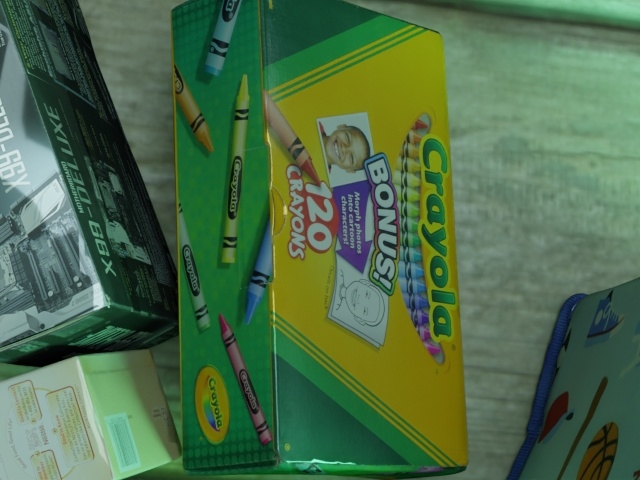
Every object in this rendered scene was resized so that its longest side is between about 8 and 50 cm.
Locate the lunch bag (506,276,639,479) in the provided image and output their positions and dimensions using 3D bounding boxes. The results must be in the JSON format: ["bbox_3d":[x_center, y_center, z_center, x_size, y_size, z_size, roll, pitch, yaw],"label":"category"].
[{"bbox_3d":[0.338,0.148,0.930,0.386,0.328,0.238,23,76,-6],"label":"lunch bag"}]

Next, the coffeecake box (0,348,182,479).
[{"bbox_3d":[-0.185,0.118,0.878,0.186,0.142,0.068,-18,85,8],"label":"coffeecake box"}]

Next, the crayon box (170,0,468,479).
[{"bbox_3d":[0.000,0.000,0.971,0.165,0.081,0.278,9,73,-46],"label":"crayon box"}]

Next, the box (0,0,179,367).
[{"bbox_3d":[-0.171,-0.084,0.900,0.077,0.242,0.307,-21,84,3],"label":"box"}]
